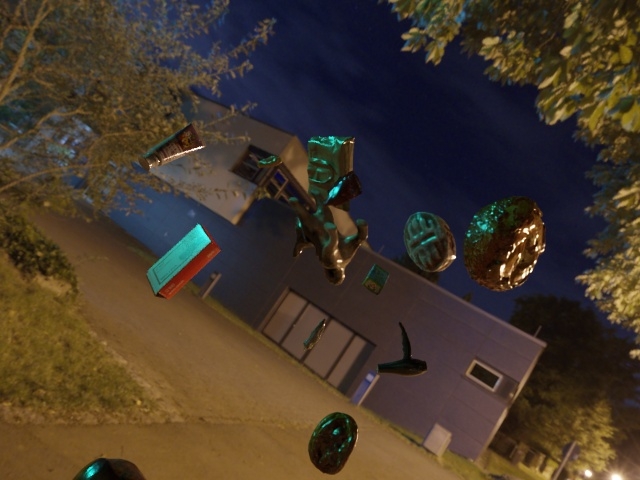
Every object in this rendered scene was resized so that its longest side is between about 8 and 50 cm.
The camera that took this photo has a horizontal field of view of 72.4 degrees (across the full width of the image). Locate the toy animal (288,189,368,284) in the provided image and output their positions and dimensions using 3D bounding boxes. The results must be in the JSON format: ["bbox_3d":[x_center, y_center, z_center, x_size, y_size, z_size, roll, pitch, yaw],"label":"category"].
[{"bbox_3d":[0.000,0.000,1.780,0.344,0.194,0.303,40,-45,38],"label":"toy animal"}]

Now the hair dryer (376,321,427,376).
[{"bbox_3d":[0.316,0.432,1.750,0.195,0.219,0.075,0,-29,-3],"label":"hair dryer"}]

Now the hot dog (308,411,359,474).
[{"bbox_3d":[0.046,0.751,1.614,0.160,0.227,0.099,21,-3,22],"label":"hot dog"}]

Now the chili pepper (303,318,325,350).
[{"bbox_3d":[-0.021,0.368,1.677,0.041,0.153,0.050,39,8,1],"label":"chili pepper"}]

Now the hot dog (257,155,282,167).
[{"bbox_3d":[-0.176,-0.273,1.512,0.028,0.044,0.137,52,-23,-25],"label":"hot dog"}]

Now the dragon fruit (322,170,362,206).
[{"bbox_3d":[0.060,-0.158,1.343,0.063,0.131,0.097,61,10,-22],"label":"dragon fruit"}]

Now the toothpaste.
[{"bbox_3d":[-0.593,-0.375,1.767,0.073,0.299,0.114,-3,-59,44],"label":"toothpaste"}]

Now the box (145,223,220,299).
[{"bbox_3d":[-0.416,0.064,1.317,0.123,0.229,0.050,44,-4,46],"label":"box"}]

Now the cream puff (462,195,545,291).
[{"bbox_3d":[0.618,0.008,1.508,0.228,0.350,0.350,26,-12,48],"label":"cream puff"}]

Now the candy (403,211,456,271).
[{"bbox_3d":[0.510,0.008,2.038,0.157,0.214,0.289,5,60,-45],"label":"candy"}]

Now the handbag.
[{"bbox_3d":[0.047,-0.302,1.928,0.109,0.316,0.253,-15,22,-42],"label":"handbag"}]

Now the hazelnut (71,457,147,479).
[{"bbox_3d":[-0.523,0.651,1.057,0.229,0.229,0.229,34,-8,5],"label":"hazelnut"}]

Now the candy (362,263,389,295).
[{"bbox_3d":[0.282,0.197,2.207,0.097,0.062,0.194,35,25,4],"label":"candy"}]
